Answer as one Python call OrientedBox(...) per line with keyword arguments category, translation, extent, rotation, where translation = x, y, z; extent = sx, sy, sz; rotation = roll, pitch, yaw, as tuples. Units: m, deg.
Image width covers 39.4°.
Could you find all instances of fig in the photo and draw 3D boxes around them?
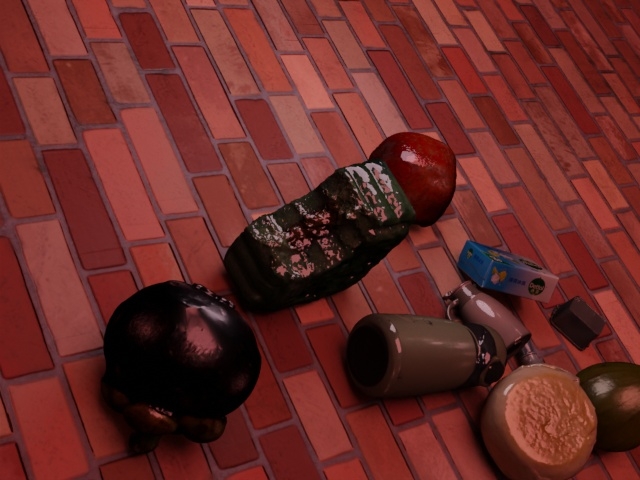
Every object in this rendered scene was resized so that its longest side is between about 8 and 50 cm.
OrientedBox(category="fig", translation=(0.672, 0.357, 1.989), extent=(0.203, 0.225, 0.203), rotation=(43, 25, -26))

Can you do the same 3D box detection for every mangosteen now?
OrientedBox(category="mangosteen", translation=(-0.243, 0.211, 1.504), extent=(0.287, 0.288, 0.233), rotation=(27, 18, -14))

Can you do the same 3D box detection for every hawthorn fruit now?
OrientedBox(category="hawthorn fruit", translation=(0.197, -0.150, 2.080), extent=(0.249, 0.215, 0.215), rotation=(9, 53, -22))

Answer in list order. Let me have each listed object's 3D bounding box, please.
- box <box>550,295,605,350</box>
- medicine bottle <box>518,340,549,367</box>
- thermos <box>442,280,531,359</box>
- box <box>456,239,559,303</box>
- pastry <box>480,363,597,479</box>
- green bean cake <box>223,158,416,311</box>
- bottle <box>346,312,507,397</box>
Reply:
OrientedBox(category="box", translation=(0.633, 0.198, 2.187), extent=(0.122, 0.069, 0.084), rotation=(42, 44, 2))
OrientedBox(category="medicine bottle", translation=(0.492, 0.320, 2.012), extent=(0.090, 0.054, 0.209), rotation=(-2, 59, -30))
OrientedBox(category="thermos", translation=(0.358, 0.181, 2.005), extent=(0.137, 0.105, 0.193), rotation=(-29, 64, -23))
OrientedBox(category="box", translation=(0.440, 0.074, 2.110), extent=(0.194, 0.073, 0.139), rotation=(15, 14, -23))
OrientedBox(category="pastry", translation=(0.453, 0.385, 1.855), extent=(0.264, 0.133, 0.265), rotation=(6, 63, -13))
OrientedBox(category="green bean cake", translation=(0.000, 0.000, 1.760), extent=(0.307, 0.300, 0.169), rotation=(-14, 66, -40))
OrientedBox(category="bottle", translation=(0.231, 0.235, 1.832), extent=(0.347, 0.168, 0.168), rotation=(5, 55, -34))
